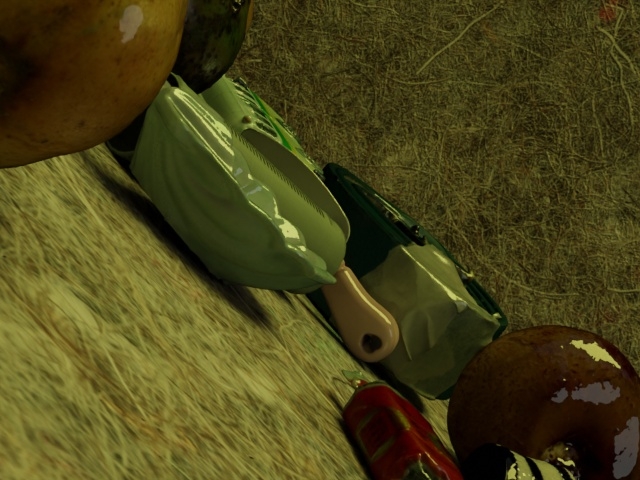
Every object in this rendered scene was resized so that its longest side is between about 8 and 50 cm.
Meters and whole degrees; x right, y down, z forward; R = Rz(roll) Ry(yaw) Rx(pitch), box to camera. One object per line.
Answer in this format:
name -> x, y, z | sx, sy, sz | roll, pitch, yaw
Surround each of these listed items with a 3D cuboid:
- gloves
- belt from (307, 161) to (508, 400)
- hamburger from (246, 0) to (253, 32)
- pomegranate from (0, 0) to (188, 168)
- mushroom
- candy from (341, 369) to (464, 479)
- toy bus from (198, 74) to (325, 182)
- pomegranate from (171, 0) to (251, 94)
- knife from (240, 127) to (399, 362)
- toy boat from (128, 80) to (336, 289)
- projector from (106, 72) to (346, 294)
gloves -> 0.221, 0.293, 1.215 | 0.218, 0.131, 0.140 | 35, 11, -20
belt -> 0.090, 0.050, 1.839 | 0.300, 0.173, 0.436 | 34, 7, -28
hamburger -> -0.291, -0.397, 1.759 | 0.445, 0.268, 0.287 | 47, 8, -5
pomegranate -> -0.200, -0.167, 0.739 | 0.260, 0.260, 0.260 | 46, 5, -5
mushroom -> 0.284, 0.225, 1.635 | 0.267, 0.267, 0.254 | 43, 6, -36
candy -> 0.074, 0.191, 1.162 | 0.086, 0.059, 0.292 | 41, 6, -23
toy bus -> -0.111, -0.127, 1.766 | 0.164, 0.133, 0.276 | 41, 7, -27
pomegranate -> -0.253, -0.303, 1.513 | 0.340, 0.285, 0.285 | 13, -4, 15
knife -> 0.003, -0.001, 1.609 | 0.336, 0.081, 0.043 | 61, 20, -4
toy boat -> -0.095, -0.037, 1.264 | 0.290, 0.100, 0.199 | 52, 1, -40
projector -> -0.098, -0.058, 1.453 | 0.337, 0.108, 0.108 | 41, 7, -45
